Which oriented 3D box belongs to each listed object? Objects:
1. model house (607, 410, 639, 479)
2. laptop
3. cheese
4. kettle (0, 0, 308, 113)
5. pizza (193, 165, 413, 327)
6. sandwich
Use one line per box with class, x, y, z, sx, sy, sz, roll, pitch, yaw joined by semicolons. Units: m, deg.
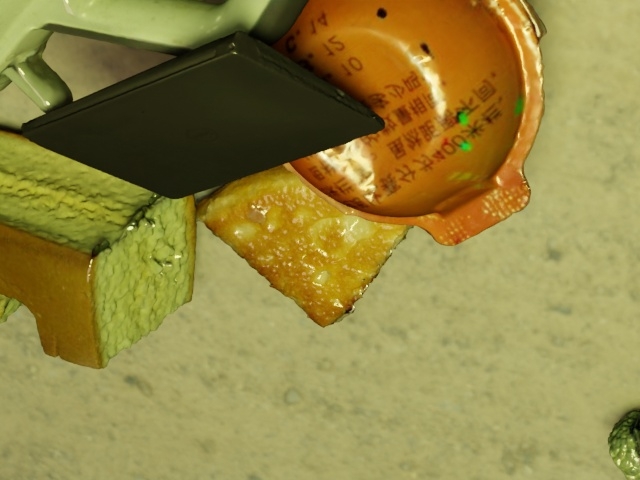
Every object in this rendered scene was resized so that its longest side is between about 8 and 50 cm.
model house;0.265;0.147;1.190;0.083;0.066;0.079;-35;108;29
laptop;-0.073;-0.071;1.002;0.197;0.016;0.135;-15;152;40
cheese;0.018;-0.141;1.052;0.217;0.129;0.329;-32;97;33
kettle;-0.144;-0.253;0.947;0.376;0.250;0.361;-42;88;29
pizza;0.000;0.000;1.191;0.178;0.041;0.131;-13;113;22
sandwich;-0.220;-0.007;1.198;0.235;0.122;0.128;18;129;22
